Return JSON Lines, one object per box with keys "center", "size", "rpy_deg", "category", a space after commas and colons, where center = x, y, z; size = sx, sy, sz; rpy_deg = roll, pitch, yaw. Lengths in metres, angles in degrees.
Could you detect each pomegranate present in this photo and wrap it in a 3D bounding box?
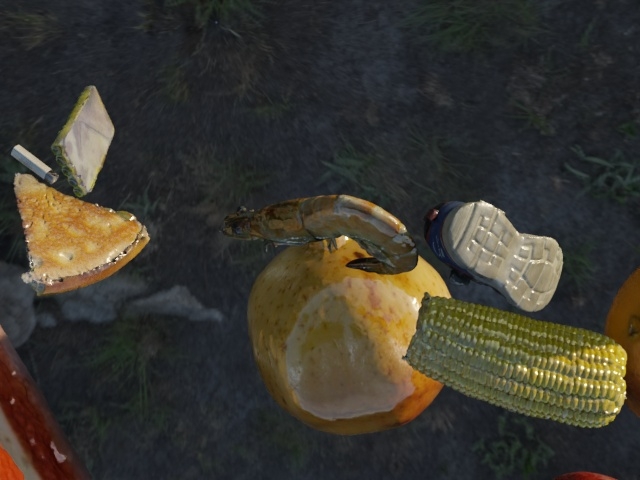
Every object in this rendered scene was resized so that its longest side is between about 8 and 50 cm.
{"center": [0.048, 0.131, 1.669], "size": [0.410, 0.410, 0.410], "rpy_deg": [-1, 103, -6], "category": "pomegranate"}

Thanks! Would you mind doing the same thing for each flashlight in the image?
{"center": [-0.459, -0.122, 1.534], "size": [0.083, 0.018, 0.018], "rpy_deg": [36, 123, 4], "category": "flashlight"}

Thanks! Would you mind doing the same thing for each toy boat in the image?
{"center": [-0.230, -0.099, 0.932], "size": [0.016, 0.115, 0.063], "rpy_deg": [-11, 125, 12], "category": "toy boat"}

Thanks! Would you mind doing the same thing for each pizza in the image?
{"center": [-0.332, -0.015, 1.215], "size": [0.195, 0.185, 0.052], "rpy_deg": [43, 136, 20], "category": "pizza"}

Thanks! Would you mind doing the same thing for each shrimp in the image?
{"center": [0.000, 0.000, 1.258], "size": [0.169, 0.296, 0.058], "rpy_deg": [48, 55, -37], "category": "shrimp"}

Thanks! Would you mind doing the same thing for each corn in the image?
{"center": [0.148, 0.090, 0.727], "size": [0.165, 0.063, 0.085], "rpy_deg": [17, 61, 6], "category": "corn"}

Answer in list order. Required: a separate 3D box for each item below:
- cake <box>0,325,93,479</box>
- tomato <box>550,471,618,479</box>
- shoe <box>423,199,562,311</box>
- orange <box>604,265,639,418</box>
{"center": [-0.304, 0.215, 0.698], "size": [0.230, 0.237, 0.309], "rpy_deg": [-33, 89, -3], "category": "cake"}
{"center": [0.292, 0.319, 0.994], "size": [0.167, 0.167, 0.167], "rpy_deg": [-1, 103, -6], "category": "tomato"}
{"center": [0.205, 0.017, 1.205], "size": [0.227, 0.125, 0.099], "rpy_deg": [31, 77, -37], "category": "shoe"}
{"center": [0.488, 0.130, 1.208], "size": [0.261, 0.261, 0.261], "rpy_deg": [-1, 103, -6], "category": "orange"}
